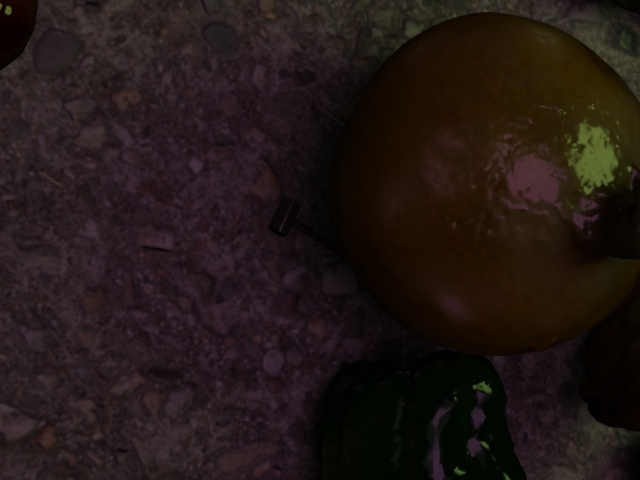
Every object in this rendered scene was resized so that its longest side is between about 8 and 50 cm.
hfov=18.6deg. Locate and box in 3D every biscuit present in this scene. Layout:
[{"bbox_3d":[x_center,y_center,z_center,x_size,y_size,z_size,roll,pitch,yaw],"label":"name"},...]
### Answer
[{"bbox_3d":[0.387,0.060,1.934,0.107,0.325,0.326,35,74,-14],"label":"biscuit"}]

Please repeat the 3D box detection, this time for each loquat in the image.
[{"bbox_3d":[0.185,-0.043,1.842,0.328,0.359,0.328,-15,114,-37],"label":"loquat"}]

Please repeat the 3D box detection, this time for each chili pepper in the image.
[{"bbox_3d":[0.116,0.290,1.886,0.213,0.167,0.385,-9,92,-23],"label":"chili pepper"}]

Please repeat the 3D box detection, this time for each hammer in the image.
[{"bbox_3d":[0.000,0.000,1.932,0.110,0.019,0.035,33,75,-25],"label":"hammer"}]

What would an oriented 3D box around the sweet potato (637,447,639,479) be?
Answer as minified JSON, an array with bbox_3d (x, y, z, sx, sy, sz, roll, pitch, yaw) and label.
[{"bbox_3d":[0.393,0.316,2.058,0.097,0.097,0.292,-21,104,-24],"label":"sweet potato"}]

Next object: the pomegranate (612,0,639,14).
[{"bbox_3d":[0.364,-0.298,2.045,0.180,0.180,0.210,-35,138,-22],"label":"pomegranate"}]

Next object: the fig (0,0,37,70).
[{"bbox_3d":[-0.344,-0.230,1.699,0.205,0.205,0.205,1,87,-25],"label":"fig"}]
